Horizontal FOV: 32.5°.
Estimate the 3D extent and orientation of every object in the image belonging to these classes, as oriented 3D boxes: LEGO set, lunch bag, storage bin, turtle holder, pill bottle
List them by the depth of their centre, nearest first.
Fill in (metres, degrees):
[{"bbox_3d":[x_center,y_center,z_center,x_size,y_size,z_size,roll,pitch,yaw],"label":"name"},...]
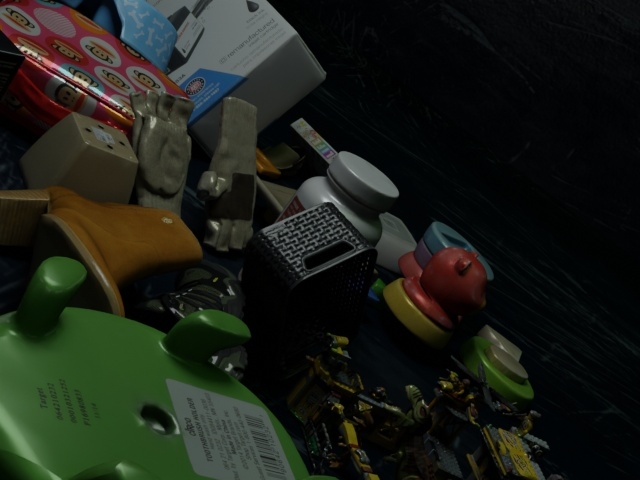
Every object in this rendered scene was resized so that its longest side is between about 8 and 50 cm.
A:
[{"bbox_3d":[-0.162,0.172,0.680,0.243,0.227,0.320,45,21,21],"label":"turtle holder"},{"bbox_3d":[0.114,0.203,1.134,0.255,0.192,0.331,31,19,-15],"label":"LEGO set"},{"bbox_3d":[-0.018,0.058,1.235,0.122,0.180,0.084,-24,55,-28],"label":"storage bin"},{"bbox_3d":[0.000,0.000,1.377,0.121,0.216,0.121,32,20,-13],"label":"pill bottle"},{"bbox_3d":[-0.317,-0.194,1.432,0.293,0.120,0.258,33,20,-13],"label":"lunch bag"}]

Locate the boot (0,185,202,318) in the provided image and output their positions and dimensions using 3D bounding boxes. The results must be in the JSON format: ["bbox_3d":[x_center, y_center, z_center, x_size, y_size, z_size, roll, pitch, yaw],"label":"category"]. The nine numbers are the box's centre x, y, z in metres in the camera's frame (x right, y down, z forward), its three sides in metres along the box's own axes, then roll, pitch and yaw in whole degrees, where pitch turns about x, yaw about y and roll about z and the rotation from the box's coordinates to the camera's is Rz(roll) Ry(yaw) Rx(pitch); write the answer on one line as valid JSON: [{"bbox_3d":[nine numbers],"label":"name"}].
[{"bbox_3d":[-0.200,0.017,1.105,0.211,0.104,0.295,3,23,-42],"label":"boot"}]

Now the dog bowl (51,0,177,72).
[{"bbox_3d":[-0.335,-0.343,1.584,0.297,0.074,0.166,34,-10,-21],"label":"dog bowl"}]

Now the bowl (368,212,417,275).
[{"bbox_3d":[0.101,-0.010,1.830,0.142,0.053,0.142,26,20,-30],"label":"bowl"}]

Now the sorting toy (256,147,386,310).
[{"bbox_3d":[-0.020,-0.013,1.639,0.347,0.047,0.196,51,17,30],"label":"sorting toy"}]

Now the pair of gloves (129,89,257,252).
[{"bbox_3d":[-0.158,-0.085,1.395,0.042,0.204,0.240,1,2,33],"label":"pair of gloves"}]

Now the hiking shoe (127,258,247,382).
[{"bbox_3d":[-0.143,0.077,1.151,0.114,0.086,0.227,31,20,-26],"label":"hiking shoe"}]

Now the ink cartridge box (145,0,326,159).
[{"bbox_3d":[-0.174,-0.305,1.742,0.307,0.223,0.129,50,1,35],"label":"ink cartridge box"}]

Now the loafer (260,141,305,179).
[{"bbox_3d":[-0.070,-0.137,1.833,0.056,0.050,0.148,39,18,11],"label":"loafer"}]

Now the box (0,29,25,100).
[{"bbox_3d":[-0.446,-0.196,1.117,0.261,0.184,0.103,45,19,23],"label":"box"}]

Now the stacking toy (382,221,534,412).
[{"bbox_3d":[0.246,0.096,1.656,0.279,0.130,0.309,42,17,-5],"label":"stacking toy"}]

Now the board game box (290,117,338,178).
[{"bbox_3d":[0.007,-0.127,1.884,0.154,0.026,0.103,47,-21,29],"label":"board game box"}]

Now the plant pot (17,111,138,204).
[{"bbox_3d":[-0.274,-0.084,1.284,0.109,0.096,0.109,22,24,-38],"label":"plant pot"}]
